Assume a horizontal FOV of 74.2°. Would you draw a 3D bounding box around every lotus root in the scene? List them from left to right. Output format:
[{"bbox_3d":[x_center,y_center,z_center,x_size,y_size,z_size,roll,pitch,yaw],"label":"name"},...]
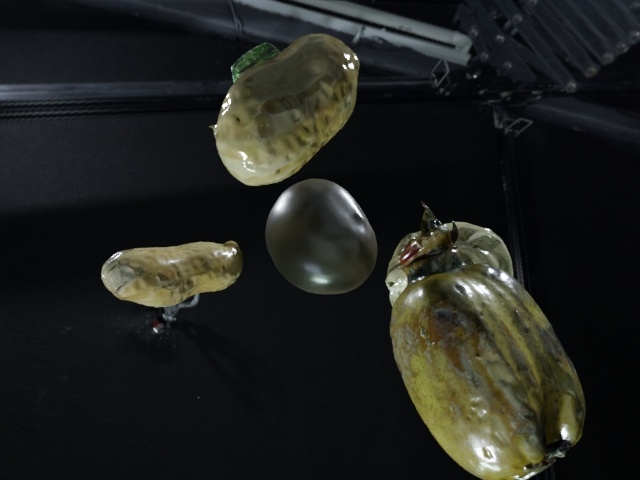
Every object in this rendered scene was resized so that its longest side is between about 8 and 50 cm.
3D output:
[{"bbox_3d":[0.149,0.098,0.436,0.154,0.154,0.277,-15,-112,-20],"label":"lotus root"}]

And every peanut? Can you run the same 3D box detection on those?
[{"bbox_3d":[-0.208,0.044,0.620,0.214,0.100,0.099,-16,-106,-46],"label":"peanut"},{"bbox_3d":[-0.038,-0.161,0.515,0.129,0.129,0.224,44,-111,3],"label":"peanut"}]

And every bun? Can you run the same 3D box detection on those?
[{"bbox_3d":[0.215,0.070,0.748,0.210,0.116,0.237,27,-94,33],"label":"bun"}]

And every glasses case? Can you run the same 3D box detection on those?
[{"bbox_3d":[-0.119,-0.265,0.872,0.095,0.272,0.062,-39,-106,-19],"label":"glasses case"}]

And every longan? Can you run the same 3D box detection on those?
[{"bbox_3d":[0.000,0.000,0.768,0.197,0.196,0.220,-33,-108,-24],"label":"longan"}]
